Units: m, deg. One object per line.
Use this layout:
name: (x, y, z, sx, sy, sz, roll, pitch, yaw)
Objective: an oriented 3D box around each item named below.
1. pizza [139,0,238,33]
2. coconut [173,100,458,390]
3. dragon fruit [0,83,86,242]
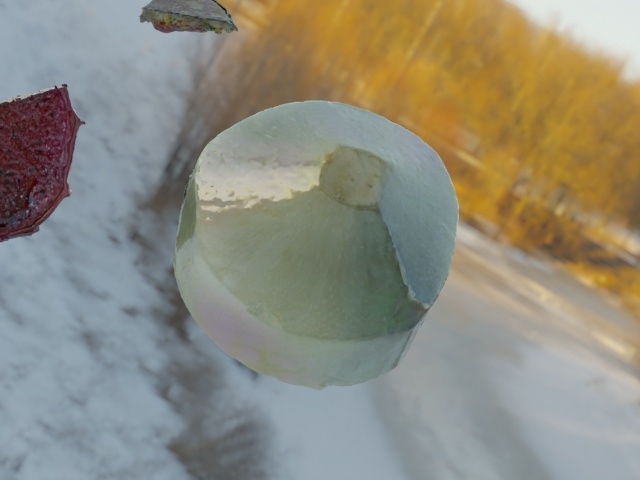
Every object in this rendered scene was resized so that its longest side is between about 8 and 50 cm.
pizza: (-0.136, -0.235, 1.688, 0.100, 0.029, 0.099, 7, 29, -8)
coconut: (0.000, 0.000, 1.453, 0.259, 0.259, 0.259, 30, 5, -3)
dragon fruit: (-0.401, -0.072, 1.935, 0.126, 0.274, 0.161, -163, -128, -77)
